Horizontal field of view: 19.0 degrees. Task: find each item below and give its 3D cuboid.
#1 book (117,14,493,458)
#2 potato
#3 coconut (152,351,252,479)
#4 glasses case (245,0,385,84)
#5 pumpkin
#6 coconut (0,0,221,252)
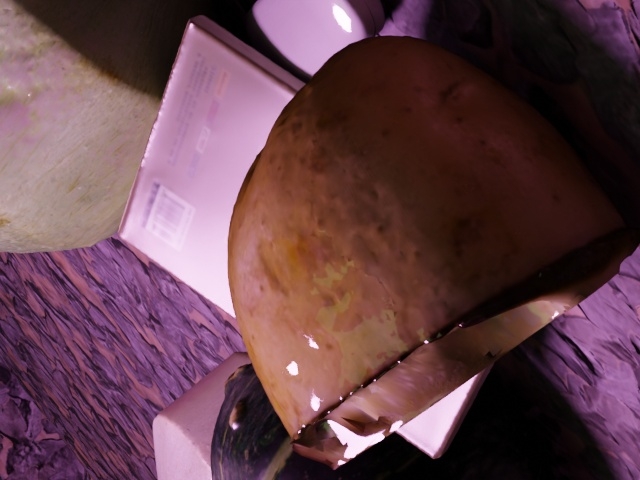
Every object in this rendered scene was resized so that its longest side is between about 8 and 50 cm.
[{"bbox_3d":[0.000,0.000,1.400,0.310,0.021,0.217,34,129,14],"label":"book"},{"bbox_3d":[0.048,-0.007,1.220,0.242,0.242,0.285,51,146,5],"label":"potato"},{"bbox_3d":[-0.065,0.230,1.916,0.241,0.241,0.241,46,161,21],"label":"coconut"},{"bbox_3d":[-0.006,-0.153,1.340,0.074,0.049,0.193,53,163,-2],"label":"glasses case"},{"bbox_3d":[0.050,0.218,1.580,0.323,0.241,0.323,44,158,24],"label":"pumpkin"},{"bbox_3d":[-0.217,-0.149,1.525,0.328,0.328,0.281,61,-169,-23],"label":"coconut"}]
